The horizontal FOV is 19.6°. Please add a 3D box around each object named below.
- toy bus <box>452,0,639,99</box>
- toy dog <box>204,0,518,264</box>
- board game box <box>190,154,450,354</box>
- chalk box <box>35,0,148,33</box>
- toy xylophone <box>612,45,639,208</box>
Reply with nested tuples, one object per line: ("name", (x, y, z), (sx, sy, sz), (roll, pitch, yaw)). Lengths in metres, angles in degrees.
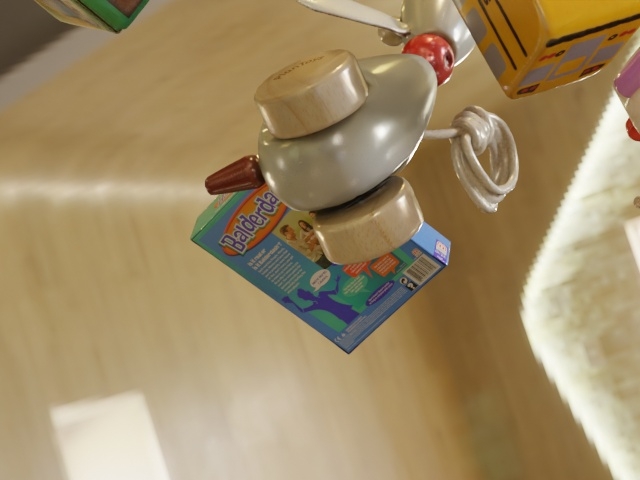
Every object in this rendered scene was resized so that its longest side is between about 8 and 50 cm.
("toy bus", (0.128, -0.286, 1.426), (0.108, 0.333, 0.130), (-19, -18, -24))
("toy dog", (0.019, -0.103, 1.488), (0.161, 0.220, 0.333), (-9, 6, 28))
("board game box", (0.000, 0.000, 1.862), (0.160, 0.210, 0.047), (-43, 19, 30))
("chalk box", (-0.201, -0.299, 1.565), (0.180, 0.179, 0.289), (-53, 21, -6))
("toy xylophone", (0.412, -0.109, 1.702), (0.322, 0.081, 0.236), (13, -40, -31))
